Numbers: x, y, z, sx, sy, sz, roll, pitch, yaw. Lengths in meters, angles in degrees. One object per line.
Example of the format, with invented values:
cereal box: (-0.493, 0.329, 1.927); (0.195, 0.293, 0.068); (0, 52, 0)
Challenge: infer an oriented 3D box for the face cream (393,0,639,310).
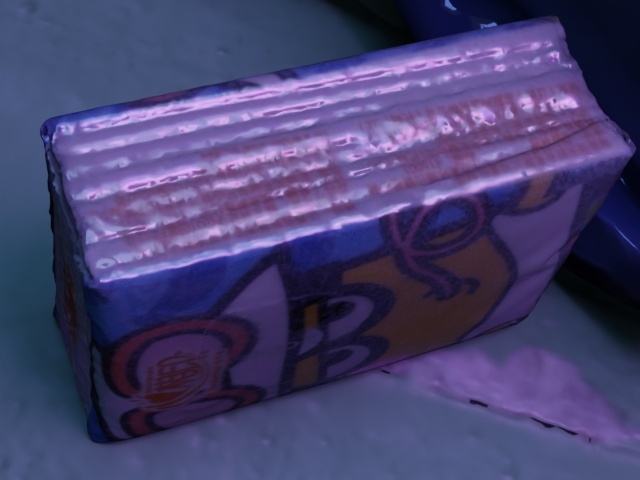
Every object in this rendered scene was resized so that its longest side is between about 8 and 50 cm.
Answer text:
face cream: (0.161, -0.121, 0.415); (0.225, 0.249, 0.249); (-29, 68, -22)

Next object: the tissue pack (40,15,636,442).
tissue pack: (0.000, 0.000, 0.396); (0.155, 0.115, 0.065); (-15, 64, -16)

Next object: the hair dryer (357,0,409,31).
hair dryer: (0.003, -0.113, 0.502); (0.150, 0.071, 0.047); (33, 63, -10)
